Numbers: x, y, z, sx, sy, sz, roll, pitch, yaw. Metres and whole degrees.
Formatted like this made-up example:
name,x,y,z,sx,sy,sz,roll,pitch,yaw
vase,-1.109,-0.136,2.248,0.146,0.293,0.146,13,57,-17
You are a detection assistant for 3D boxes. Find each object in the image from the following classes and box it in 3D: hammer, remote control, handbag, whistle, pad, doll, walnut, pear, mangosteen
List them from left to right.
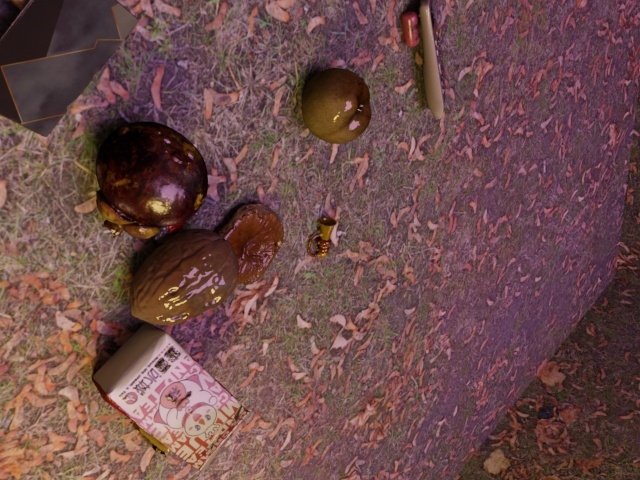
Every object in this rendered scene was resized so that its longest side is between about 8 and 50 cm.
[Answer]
name,x,y,z,sx,sy,sz,roll,pitch,yaw
pad,-0.393,-0.275,0.974,0.243,0.004,0.164,-50,153,5
mangosteen,-0.302,-0.093,1.130,0.217,0.192,0.192,-44,149,26
doll,-0.284,-0.038,1.275,0.114,0.039,0.057,-45,168,-37
handbag,-0.288,0.321,1.311,0.171,0.151,0.298,-48,115,-20
walnut,-0.264,0.073,1.263,0.230,0.178,0.178,-36,135,-17
whistle,0.004,0.001,1.625,0.057,0.046,0.109,-30,139,-54
pear,0.038,-0.288,1.422,0.167,0.137,0.167,-13,105,-59
hammer,0.218,-0.509,1.582,0.043,0.043,0.083,-41,135,-27
remote control,0.276,-0.462,1.659,0.109,0.055,0.312,-74,155,-46

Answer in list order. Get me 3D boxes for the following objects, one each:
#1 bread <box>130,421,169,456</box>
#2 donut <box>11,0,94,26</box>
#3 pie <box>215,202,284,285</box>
name,x,y,z,sx,sy,sz,roll,pitch,yaw
bread,-0.315,0.398,1.441,0.147,0.127,0.152,-42,154,-25
donut,-0.385,-0.398,0.937,0.175,0.068,0.174,-29,131,-39
pie,-0.162,0.008,1.434,0.195,0.046,0.195,-24,126,-38
